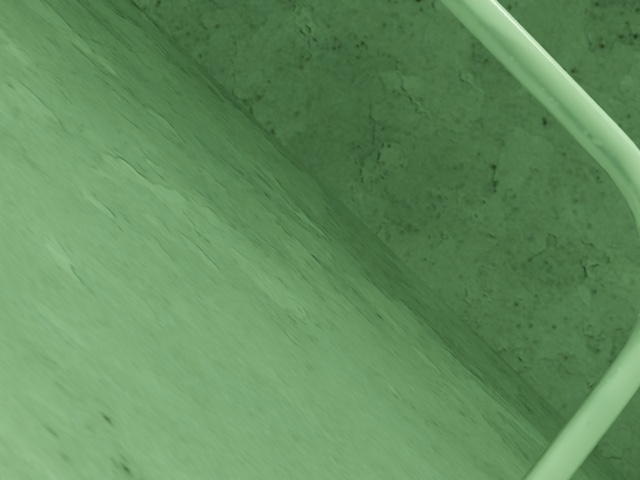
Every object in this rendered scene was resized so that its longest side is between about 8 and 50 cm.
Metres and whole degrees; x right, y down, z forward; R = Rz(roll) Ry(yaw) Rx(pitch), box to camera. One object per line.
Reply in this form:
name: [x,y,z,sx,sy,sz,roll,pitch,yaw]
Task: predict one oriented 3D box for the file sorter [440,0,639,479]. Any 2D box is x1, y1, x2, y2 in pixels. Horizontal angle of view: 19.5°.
file sorter: [0.000,0.000,0.181,0.193,0.173,0.277,44,-14,-12]
